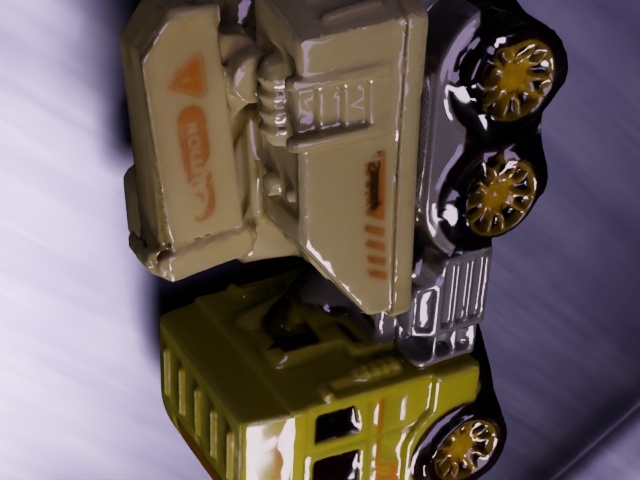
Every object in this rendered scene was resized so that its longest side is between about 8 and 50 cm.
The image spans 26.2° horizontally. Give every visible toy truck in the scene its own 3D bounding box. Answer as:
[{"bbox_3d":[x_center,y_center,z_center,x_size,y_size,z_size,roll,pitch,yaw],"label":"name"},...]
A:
[{"bbox_3d":[0.000,0.000,0.862,0.254,0.180,0.405,-13,125,-23],"label":"toy truck"}]
